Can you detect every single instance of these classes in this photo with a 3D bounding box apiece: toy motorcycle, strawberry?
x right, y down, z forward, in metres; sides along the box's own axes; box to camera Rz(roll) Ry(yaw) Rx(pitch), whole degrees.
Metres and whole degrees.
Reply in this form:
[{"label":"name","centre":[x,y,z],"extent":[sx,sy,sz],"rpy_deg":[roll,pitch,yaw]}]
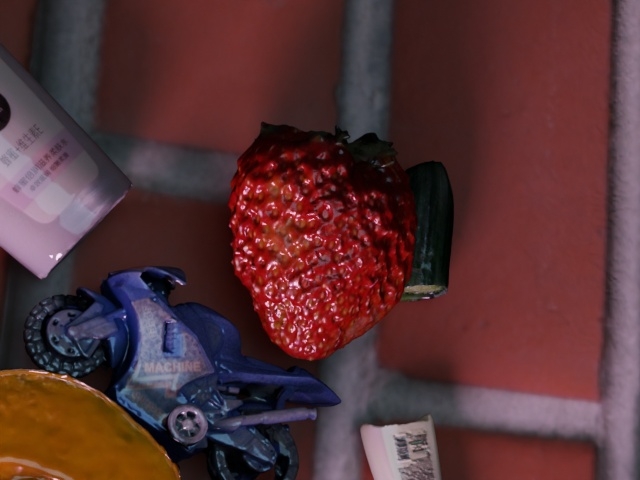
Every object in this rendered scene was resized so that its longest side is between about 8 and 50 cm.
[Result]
[{"label":"toy motorcycle","centre":[-0.089,0.084,1.250],"extent":[0.205,0.076,0.114],"rpy_deg":[35,61,-9]},{"label":"strawberry","centre":[0.000,-0.002,1.279],"extent":[0.131,0.131,0.148],"rpy_deg":[2,98,-18]}]

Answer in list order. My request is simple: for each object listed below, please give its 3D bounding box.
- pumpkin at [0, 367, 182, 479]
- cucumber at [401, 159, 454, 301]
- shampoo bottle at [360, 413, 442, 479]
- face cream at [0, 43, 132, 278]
[{"label":"pumpkin","centre":[-0.144,0.175,1.195],"extent":[0.278,0.111,0.163],"rpy_deg":[9,64,-12]},{"label":"cucumber","centre":[0.070,-0.009,1.336],"extent":[0.048,0.048,0.105],"rpy_deg":[12,73,-16]},{"label":"shampoo bottle","centre":[0.063,0.188,1.293],"extent":[0.049,0.034,0.141],"rpy_deg":[-6,79,-27]},{"label":"face cream","centre":[-0.247,-0.096,1.237],"extent":[0.269,0.073,0.107],"rpy_deg":[44,59,-3]}]
